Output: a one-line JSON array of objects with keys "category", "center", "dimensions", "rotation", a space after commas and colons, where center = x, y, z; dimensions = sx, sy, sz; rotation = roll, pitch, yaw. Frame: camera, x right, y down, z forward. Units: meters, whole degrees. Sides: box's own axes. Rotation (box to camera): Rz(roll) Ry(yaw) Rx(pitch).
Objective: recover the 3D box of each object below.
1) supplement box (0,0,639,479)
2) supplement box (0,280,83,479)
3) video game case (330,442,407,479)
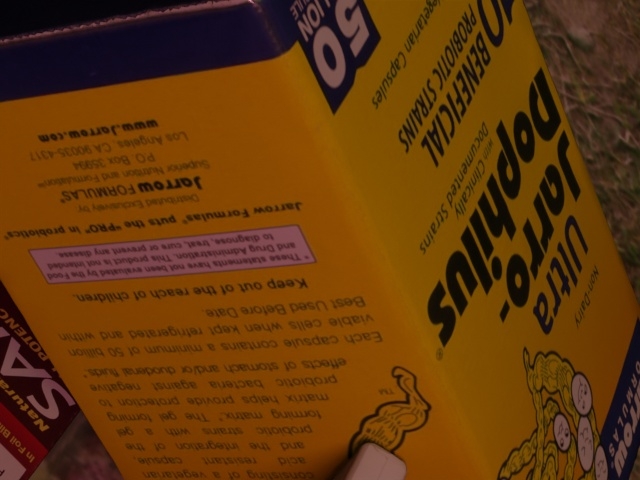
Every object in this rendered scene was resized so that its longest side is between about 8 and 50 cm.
[{"category": "supplement box", "center": [0.000, 0.000, 0.789], "dimensions": [0.356, 0.195, 0.194], "rotation": [64, 37, -31]}, {"category": "supplement box", "center": [-0.157, 0.023, 0.827], "dimensions": [0.130, 0.073, 0.239], "rotation": [46, 44, -13]}, {"category": "video game case", "center": [-0.052, 0.215, 0.703], "dimensions": [0.026, 0.206, 0.227], "rotation": [33, 45, -4]}]
